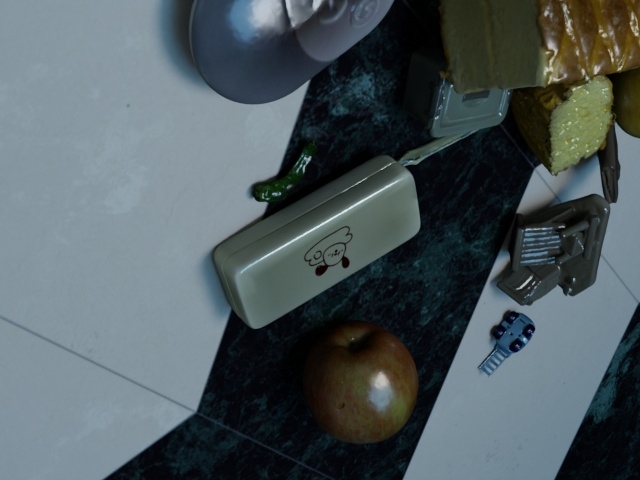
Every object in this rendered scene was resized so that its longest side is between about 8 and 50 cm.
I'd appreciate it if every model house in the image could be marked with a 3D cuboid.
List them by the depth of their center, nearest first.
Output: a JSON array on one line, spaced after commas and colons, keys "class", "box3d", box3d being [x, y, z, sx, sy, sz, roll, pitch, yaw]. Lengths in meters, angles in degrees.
[{"class": "model house", "box3d": [0.412, 0.022, 2.025, 0.188, 0.122, 0.229, -19, 132, -31]}]

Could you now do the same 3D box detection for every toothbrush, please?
[{"class": "toothbrush", "box3d": [0.167, -0.140, 1.746, 0.294, 0.026, 0.028, -31, 149, -23]}]

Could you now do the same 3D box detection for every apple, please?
[{"class": "apple", "box3d": [0.063, 0.225, 1.785, 0.188, 0.188, 0.174, -29, 129, -27]}, {"class": "apple", "box3d": [0.598, -0.260, 1.963, 0.182, 0.182, 0.155, -19, 105, -34]}]

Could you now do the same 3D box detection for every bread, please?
[{"class": "bread", "box3d": [0.320, -0.351, 1.540, 0.279, 0.207, 0.279, -11, 97, -37]}, {"class": "bread", "box3d": [0.385, -0.218, 1.809, 0.143, 0.139, 0.229, -38, 152, -10]}]

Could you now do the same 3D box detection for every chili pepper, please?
[{"class": "chili pepper", "box3d": [-0.043, -0.089, 1.576, 0.118, 0.035, 0.055, -41, 156, -8]}]

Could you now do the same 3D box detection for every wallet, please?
[{"class": "wallet", "box3d": [0.520, -0.151, 2.013, 0.118, 0.039, 0.152, 66, 25, -45]}]

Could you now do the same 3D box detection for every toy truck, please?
[{"class": "toy truck", "box3d": [0.359, 0.202, 2.154, 0.136, 0.063, 0.074, -46, 159, -4]}]

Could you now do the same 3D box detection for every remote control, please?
[{"class": "remote control", "box3d": [-0.024, -0.307, 1.385, 0.332, 0.103, 0.221, -39, 136, -14]}]

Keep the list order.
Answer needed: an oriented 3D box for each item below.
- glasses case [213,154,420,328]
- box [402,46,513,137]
[{"class": "glasses case", "box3d": [0.000, 0.000, 1.629, 0.313, 0.070, 0.131, -30, 135, -17]}, {"class": "box", "box3d": [0.202, -0.232, 1.663, 0.172, 0.093, 0.124, -14, 125, -38]}]
